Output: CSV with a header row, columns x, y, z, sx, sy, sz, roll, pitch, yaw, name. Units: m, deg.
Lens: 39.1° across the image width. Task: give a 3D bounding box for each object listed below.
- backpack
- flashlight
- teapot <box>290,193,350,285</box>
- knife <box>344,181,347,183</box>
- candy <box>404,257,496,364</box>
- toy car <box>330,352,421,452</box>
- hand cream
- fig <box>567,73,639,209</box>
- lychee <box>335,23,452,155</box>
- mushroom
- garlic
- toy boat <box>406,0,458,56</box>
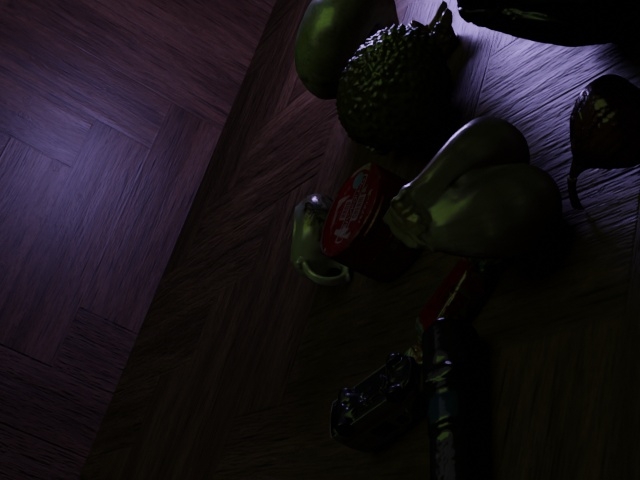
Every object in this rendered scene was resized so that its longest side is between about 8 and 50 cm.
x,y,z,sx,sy,sz,roll,pitch,yaw,name
0.433,-0.437,1.433,0.446,0.363,0.254,29,114,58,backpack
0.202,0.299,1.331,0.103,0.103,0.424,-45,28,37,flashlight
0.000,0.000,2.130,0.298,0.139,0.204,-87,6,-45,teapot
0.103,-0.141,2.059,0.247,0.035,0.018,-26,-53,-67,knife
0.230,0.107,1.551,0.292,0.059,0.086,-55,20,12,candy
0.111,0.281,1.544,0.210,0.108,0.089,-42,25,32,toy car
0.116,-0.035,1.878,0.230,0.149,0.230,-46,27,33,hand cream
0.417,-0.146,1.362,0.201,0.134,0.146,-54,10,41,fig
0.162,-0.320,1.992,0.270,0.270,0.320,-111,13,-64,lychee
0.080,-0.524,2.395,0.352,0.260,0.352,-45,-23,-25,mushroom
0.283,-0.061,1.488,0.246,0.231,0.340,-55,-18,13,garlic
0.224,-0.447,2.207,0.310,0.115,0.089,-49,23,30,toy boat
